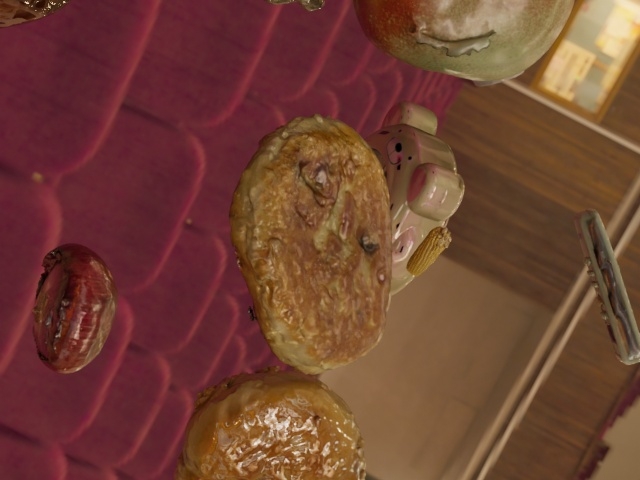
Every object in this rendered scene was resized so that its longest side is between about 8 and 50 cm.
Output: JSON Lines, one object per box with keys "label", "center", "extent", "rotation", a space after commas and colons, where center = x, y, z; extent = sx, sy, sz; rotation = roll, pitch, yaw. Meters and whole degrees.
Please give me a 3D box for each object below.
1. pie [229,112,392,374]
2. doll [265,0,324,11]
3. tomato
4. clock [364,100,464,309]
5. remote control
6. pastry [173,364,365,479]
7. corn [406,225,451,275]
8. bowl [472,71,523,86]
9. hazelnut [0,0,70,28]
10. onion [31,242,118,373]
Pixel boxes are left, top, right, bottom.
{"label": "pie", "center": [0.000, 0.000, 1.333], "extent": [0.315, 0.092, 0.315], "rotation": [5, 84, -57]}
{"label": "doll", "center": [-0.117, -0.544, 1.679], "extent": [0.252, 0.378, 0.382], "rotation": [-14, 112, -42]}
{"label": "tomato", "center": [0.184, -0.343, 1.523], "extent": [0.303, 0.303, 0.239], "rotation": [41, 58, -88]}
{"label": "clock", "center": [0.090, -0.044, 1.751], "extent": [0.309, 0.114, 0.284], "rotation": [-54, -150, 30]}
{"label": "remote control", "center": [0.541, 0.085, 2.113], "extent": [0.056, 0.296, 0.140], "rotation": [-18, 177, 6]}
{"label": "pastry", "center": [-0.076, 0.326, 1.672], "extent": [0.184, 0.284, 0.316], "rotation": [-109, -160, -67]}
{"label": "corn", "center": [0.129, 0.012, 1.328], "extent": [0.083, 0.027, 0.028], "rotation": [-56, -136, 41]}
{"label": "bowl", "center": [0.277, -0.299, 1.800], "extent": [0.189, 0.189, 0.086], "rotation": [-56, 130, -68]}
{"label": "hazelnut", "center": [-0.518, -0.510, 1.634], "extent": [0.421, 0.420, 0.353], "rotation": [113, -6, -63]}
{"label": "onion", "center": [-0.470, 0.129, 2.144], "extent": [0.248, 0.161, 0.248], "rotation": [-175, -90, -80]}
